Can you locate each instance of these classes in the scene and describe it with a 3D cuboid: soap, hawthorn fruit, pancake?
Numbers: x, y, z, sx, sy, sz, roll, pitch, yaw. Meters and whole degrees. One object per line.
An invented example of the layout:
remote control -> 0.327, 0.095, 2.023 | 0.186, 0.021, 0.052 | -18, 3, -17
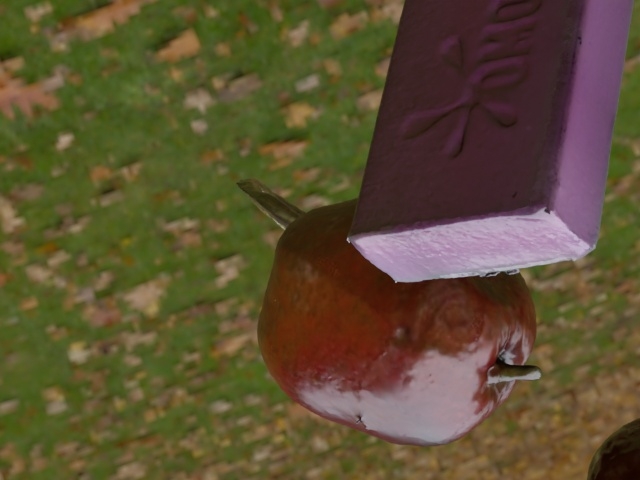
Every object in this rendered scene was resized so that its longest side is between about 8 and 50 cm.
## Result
soap -> 0.132, -0.105, 1.175 | 0.181, 0.259, 0.081 | -7, 148, 39
hawthorn fruit -> 0.077, 0.069, 1.307 | 0.224, 0.261, 0.224 | -16, 120, -30
pancake -> 0.000, 0.000, 1.701 | 0.029, 0.212, 0.235 | -53, 147, 3

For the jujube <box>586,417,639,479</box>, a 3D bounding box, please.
jujube -> 0.375, 0.214, 1.239 | 0.318, 0.223, 0.223 | -6, 168, 20
